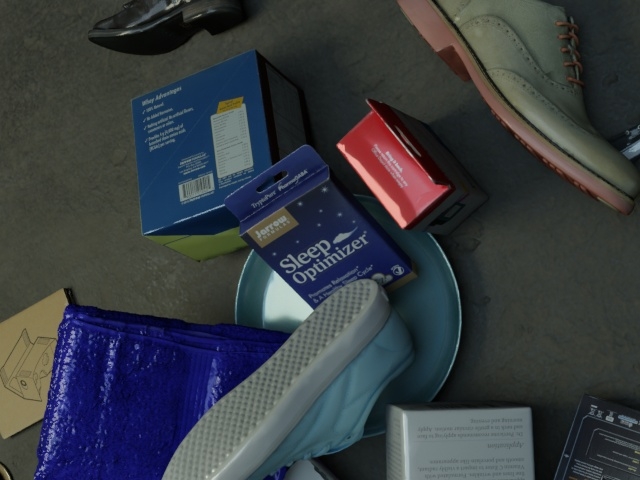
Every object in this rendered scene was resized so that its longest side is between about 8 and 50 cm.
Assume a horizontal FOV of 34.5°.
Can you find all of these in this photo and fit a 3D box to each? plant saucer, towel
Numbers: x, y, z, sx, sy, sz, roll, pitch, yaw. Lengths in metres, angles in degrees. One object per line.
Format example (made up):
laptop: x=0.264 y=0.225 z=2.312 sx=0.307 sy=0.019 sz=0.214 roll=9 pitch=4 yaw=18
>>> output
plant saucer: x=0.037 y=0.098 z=1.354 sx=0.317 sy=0.043 sz=0.318 roll=-1 pitch=88 yaw=24
towel: x=-0.181 y=0.204 z=1.272 sx=0.308 sy=0.076 sz=0.228 roll=9 pitch=75 yaw=-15

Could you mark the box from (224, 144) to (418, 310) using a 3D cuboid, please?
box: x=0.000 y=0.000 z=1.253 sx=0.136 sy=0.036 sz=0.225 roll=-32 pitch=119 yaw=20

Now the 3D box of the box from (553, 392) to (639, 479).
box: x=0.380 y=0.296 z=1.160 sx=0.231 sy=0.056 sz=0.183 roll=16 pitch=75 yaw=23

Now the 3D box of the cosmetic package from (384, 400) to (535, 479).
cosmetic package: x=0.160 y=0.283 z=1.203 sx=0.151 sy=0.151 sz=0.184 roll=0 pitch=84 yaw=-4

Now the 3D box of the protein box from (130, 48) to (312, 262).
protein box: x=-0.125 y=-0.107 z=1.356 sx=0.199 sy=0.136 sz=0.201 roll=-18 pitch=66 yaw=22

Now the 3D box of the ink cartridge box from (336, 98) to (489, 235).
ink cartridge box: x=0.107 y=-0.083 z=1.227 sx=0.078 sy=0.231 sz=0.134 roll=-43 pitch=73 yaw=16

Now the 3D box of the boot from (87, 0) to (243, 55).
boot: x=-0.218 y=-0.397 z=1.470 sx=0.263 sy=0.091 sz=0.229 roll=-10 pitch=78 yaw=19

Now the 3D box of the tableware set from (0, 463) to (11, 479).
tableware set: x=-0.538 y=0.432 z=1.590 sx=0.128 sy=0.039 sz=0.194 roll=27 pitch=98 yaw=22

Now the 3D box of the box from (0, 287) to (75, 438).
box: x=-0.432 y=0.188 z=1.565 sx=0.201 sy=0.021 sz=0.164 roll=-28 pitch=78 yaw=19

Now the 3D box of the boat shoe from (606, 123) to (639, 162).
boat shoe: x=0.392 y=-0.134 z=1.206 sx=0.142 sy=0.049 sz=0.040 roll=-35 pitch=75 yaw=21

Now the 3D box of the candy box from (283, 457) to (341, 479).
candy box: x=-0.023 y=0.400 z=1.324 sx=0.165 sy=0.070 sz=0.196 roll=41 pitch=89 yaw=24

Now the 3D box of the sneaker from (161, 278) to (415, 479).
sneaker: x=-0.021 y=0.219 z=1.220 sx=0.366 sy=0.135 sz=0.150 roll=-43 pitch=112 yaw=-10

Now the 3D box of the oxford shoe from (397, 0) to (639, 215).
oxford shoe: x=0.255 y=-0.201 z=1.213 sx=0.146 sy=0.140 sz=0.397 roll=-43 pitch=70 yaw=12
